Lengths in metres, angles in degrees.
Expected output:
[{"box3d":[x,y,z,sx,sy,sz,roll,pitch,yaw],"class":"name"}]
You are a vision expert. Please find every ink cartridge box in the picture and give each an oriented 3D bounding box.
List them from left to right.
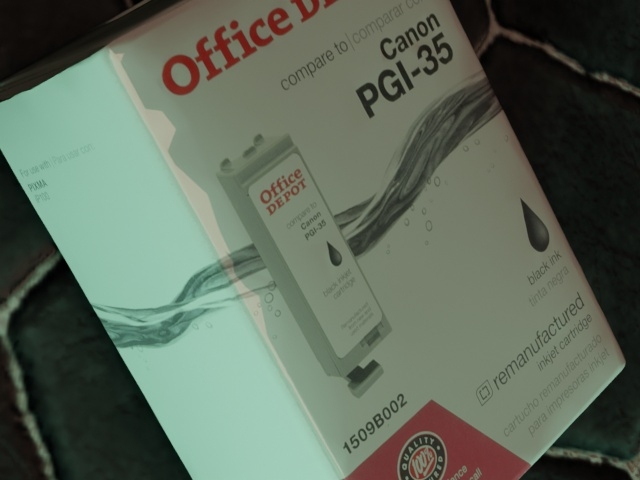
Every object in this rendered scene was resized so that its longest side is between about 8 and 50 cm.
[{"box3d":[0.000,0.000,0.733,0.207,0.117,0.283,-38,106,-37],"class":"ink cartridge box"}]
